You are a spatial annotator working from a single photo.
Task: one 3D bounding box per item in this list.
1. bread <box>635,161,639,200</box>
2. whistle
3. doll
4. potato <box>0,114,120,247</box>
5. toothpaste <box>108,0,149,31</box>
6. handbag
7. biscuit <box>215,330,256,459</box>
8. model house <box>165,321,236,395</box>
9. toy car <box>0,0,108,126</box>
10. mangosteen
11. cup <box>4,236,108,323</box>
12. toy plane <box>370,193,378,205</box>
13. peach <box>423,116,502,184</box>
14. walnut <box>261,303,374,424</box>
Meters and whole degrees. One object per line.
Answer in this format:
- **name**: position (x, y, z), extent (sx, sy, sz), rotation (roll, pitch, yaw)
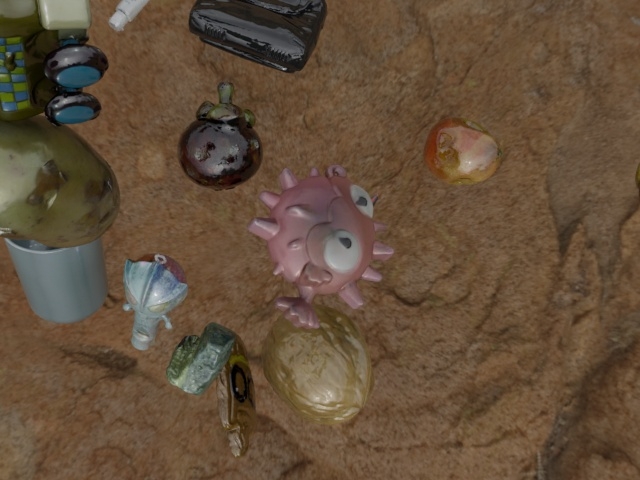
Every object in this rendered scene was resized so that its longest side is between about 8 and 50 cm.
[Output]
- **bread**: position (0.278, -0.055, 0.429), extent (0.110, 0.060, 0.066), rotation (-33, 95, -24)
- **whistle**: position (-0.398, 0.143, 1.373), extent (0.143, 0.346, 0.133), rotation (6, 48, -19)
- **doll**: position (0.000, 0.000, 0.827), extent (0.211, 0.093, 0.261), rotation (28, 59, -11)
- **potato**: position (-0.365, -0.076, 0.763), extent (0.165, 0.262, 0.164), rotation (-3, 80, 14)
- **toothpaste**: position (-0.295, -0.434, 0.990), extent (0.048, 0.031, 0.190), rotation (35, 77, -8)
- **handbag**: position (-0.133, -0.494, 1.297), extent (0.276, 0.088, 0.244), rotation (17, 54, -1)
- **biscuit**: position (-0.188, 0.349, 1.334), extent (0.041, 0.208, 0.290), rotation (-13, 61, 8)
- **model house**: position (-0.147, 0.138, 0.734), extent (0.066, 0.078, 0.083), rotation (30, 112, -7)
- **toy car**: position (-0.339, -0.226, 0.585), extent (0.198, 0.248, 0.204), rotation (-13, 80, -26)
- **mangosteen**: position (-0.191, -0.184, 1.104), extent (0.173, 0.172, 0.183), rotation (5, 131, -3)
- **cup**: position (-0.635, 0.053, 1.426), extent (0.206, 0.312, 0.205), rotation (6, 46, -6)
- **toy plane**: position (0.059, -0.013, 1.132), extent (0.189, 0.130, 0.061), rotation (-43, 98, -11)
- **peach**: position (0.447, -0.275, 1.798), extent (0.236, 0.214, 0.214), rotation (20, 88, 35)
- **walnut**: position (-0.003, 0.308, 1.434), extent (0.252, 0.277, 0.313), rotation (-34, 51, -15)
